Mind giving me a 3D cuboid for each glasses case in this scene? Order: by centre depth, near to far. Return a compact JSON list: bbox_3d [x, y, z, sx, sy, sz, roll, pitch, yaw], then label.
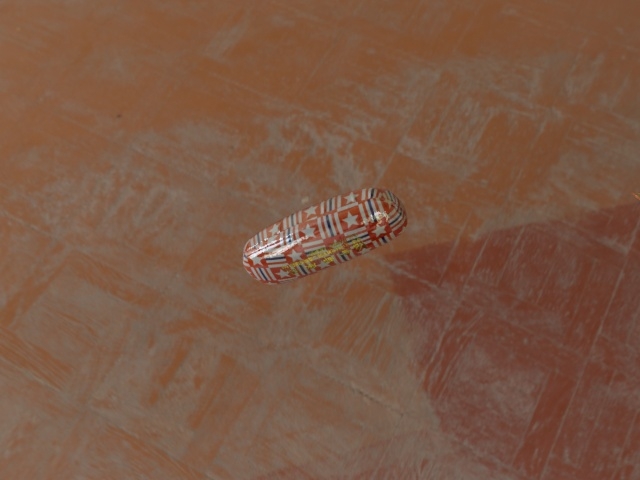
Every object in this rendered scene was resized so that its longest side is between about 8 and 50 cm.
[{"bbox_3d":[0.000,0.000,0.888,0.194,0.073,0.049,-23,47,23],"label":"glasses case"}]

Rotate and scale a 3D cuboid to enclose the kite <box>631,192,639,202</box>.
[{"bbox_3d":[0.529,-0.020,0.919,0.377,0.327,0.013,11,85,-12],"label":"kite"}]
